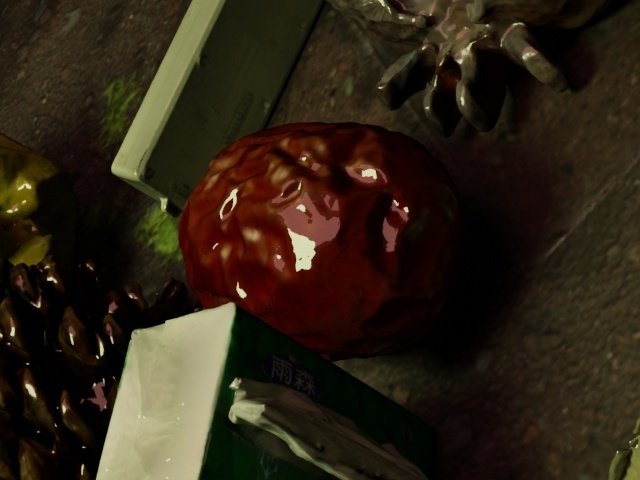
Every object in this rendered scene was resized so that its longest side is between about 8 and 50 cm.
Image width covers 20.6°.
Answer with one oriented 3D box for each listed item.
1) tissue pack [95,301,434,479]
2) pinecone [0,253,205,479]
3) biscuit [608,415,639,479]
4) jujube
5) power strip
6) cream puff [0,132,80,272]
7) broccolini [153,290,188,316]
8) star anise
[{"bbox_3d":[-0.015,0.149,1.128,0.156,0.209,0.148,-15,54,40],"label":"tissue pack"},{"bbox_3d":[-0.201,0.129,1.348,0.257,0.243,0.243,-7,57,22],"label":"pinecone"},{"bbox_3d":[0.220,0.121,0.916,0.150,0.052,0.252,-121,36,-49],"label":"biscuit"},{"bbox_3d":[0.000,0.000,1.260,0.250,0.174,0.174,-6,60,60],"label":"jujube"},{"bbox_3d":[-0.060,-0.188,1.504,0.043,0.106,0.367,16,77,46],"label":"power strip"},{"bbox_3d":[-0.338,0.046,1.548,0.257,0.291,0.324,-8,28,16],"label":"cream puff"},{"bbox_3d":[-0.153,0.106,1.476,0.140,0.030,0.035,-63,28,1],"label":"broccolini"},{"bbox_3d":[0.105,-0.181,1.307,0.198,0.110,0.257,-55,43,4],"label":"star anise"}]
